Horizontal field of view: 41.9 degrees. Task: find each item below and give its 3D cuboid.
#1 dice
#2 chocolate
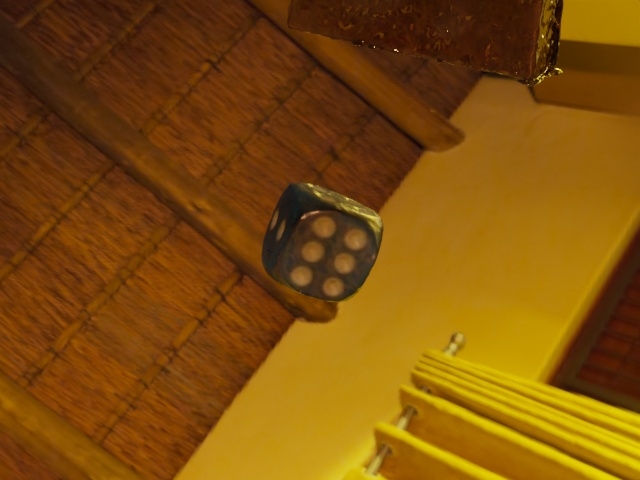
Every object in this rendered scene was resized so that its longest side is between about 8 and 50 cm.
[{"bbox_3d":[0.000,0.000,1.231,0.146,0.146,0.143,19,-75,-15],"label":"dice"},{"bbox_3d":[0.126,-0.271,0.964,0.112,0.321,0.112,-36,-41,-55],"label":"chocolate"}]
